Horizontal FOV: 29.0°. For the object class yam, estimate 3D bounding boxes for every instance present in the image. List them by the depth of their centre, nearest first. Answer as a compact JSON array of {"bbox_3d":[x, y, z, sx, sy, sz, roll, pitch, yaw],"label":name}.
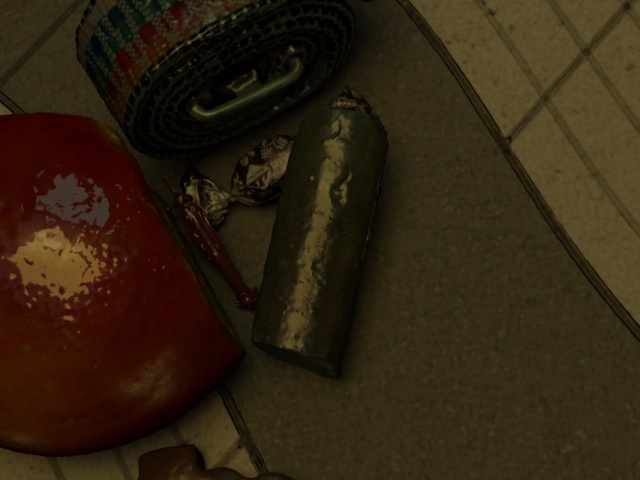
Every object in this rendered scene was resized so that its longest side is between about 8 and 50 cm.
[{"bbox_3d":[0.000,0.000,1.235,0.106,0.106,0.259,10,77,14],"label":"yam"}]

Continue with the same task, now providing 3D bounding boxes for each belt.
[{"bbox_3d":[-0.088,-0.201,1.268,0.295,0.206,0.160,-26,65,-14],"label":"belt"}]

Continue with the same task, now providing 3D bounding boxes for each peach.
[{"bbox_3d":[-0.271,0.049,1.206,0.381,0.242,0.306,-5,67,10],"label":"peach"}]

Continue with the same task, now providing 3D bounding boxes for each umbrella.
[{"bbox_3d":[-0.114,0.002,1.278,0.027,0.025,0.165,-34,91,-28],"label":"umbrella"}]

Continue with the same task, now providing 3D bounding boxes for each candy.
[{"bbox_3d":[-0.045,-0.084,1.303,0.226,0.051,0.094,-30,64,1],"label":"candy"}]

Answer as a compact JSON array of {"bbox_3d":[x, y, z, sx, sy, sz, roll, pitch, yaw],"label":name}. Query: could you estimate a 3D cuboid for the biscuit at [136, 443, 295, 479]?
[{"bbox_3d":[-0.125,0.346,1.184,0.278,0.043,0.301,-15,70,7],"label":"biscuit"}]
